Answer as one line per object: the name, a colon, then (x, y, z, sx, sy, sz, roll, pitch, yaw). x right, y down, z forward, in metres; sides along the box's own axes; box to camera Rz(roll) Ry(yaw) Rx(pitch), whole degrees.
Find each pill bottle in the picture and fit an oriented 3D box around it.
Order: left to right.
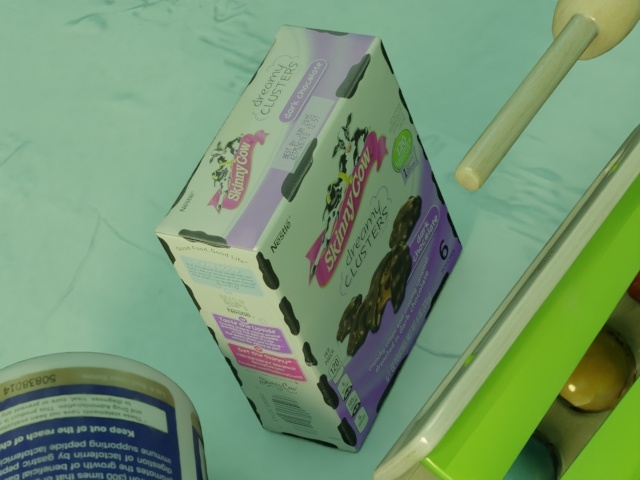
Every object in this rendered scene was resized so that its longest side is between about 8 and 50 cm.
pill bottle: (-0.128, 0.203, 1.004, 0.153, 0.153, 0.265, -17, 46, 7)

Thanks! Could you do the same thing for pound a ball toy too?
pound a ball toy: (0.142, 0.021, 1.045, 0.208, 0.136, 0.319, 38, 67, 2)

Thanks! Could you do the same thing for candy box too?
candy box: (0.000, 0.000, 1.100, 0.070, 0.196, 0.165, 11, 56, 30)
